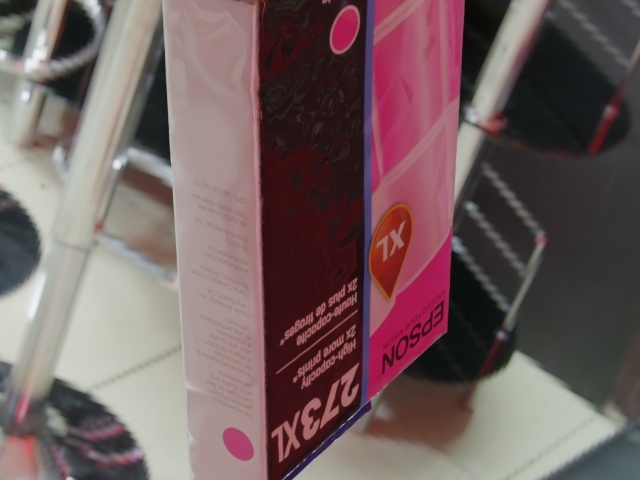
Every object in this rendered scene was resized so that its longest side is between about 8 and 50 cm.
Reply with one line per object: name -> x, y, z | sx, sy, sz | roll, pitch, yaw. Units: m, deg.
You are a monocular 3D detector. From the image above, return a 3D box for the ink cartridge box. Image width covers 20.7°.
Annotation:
ink cartridge box -> 0.000, 0.000, 0.919 | 0.069, 0.371, 0.175 | 24, 41, 28
